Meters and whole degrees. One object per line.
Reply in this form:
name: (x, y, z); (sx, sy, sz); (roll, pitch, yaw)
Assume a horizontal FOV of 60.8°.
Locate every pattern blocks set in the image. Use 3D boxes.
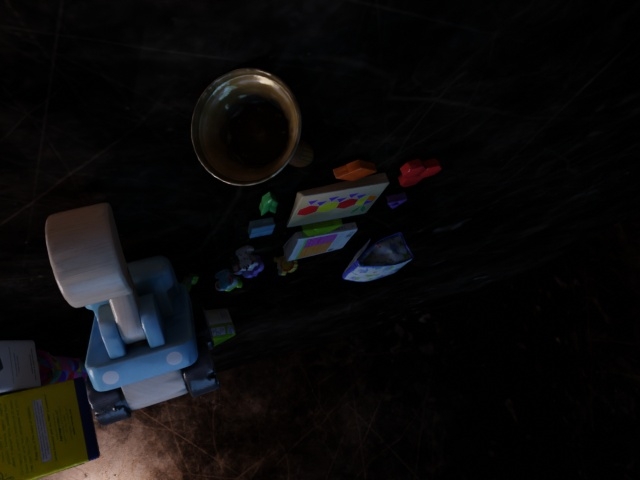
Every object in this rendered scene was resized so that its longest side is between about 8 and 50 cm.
pattern blocks set: (0.032, -0.075, 1.009); (0.325, 0.026, 0.285); (-9, 161, -28)

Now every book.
book: (0.000, 0.000, 1.207); (0.144, 0.035, 0.096); (-10, 158, -26)

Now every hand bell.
hand bell: (-0.051, -0.120, 0.695); (0.126, 0.126, 0.242); (-22, 174, 13)

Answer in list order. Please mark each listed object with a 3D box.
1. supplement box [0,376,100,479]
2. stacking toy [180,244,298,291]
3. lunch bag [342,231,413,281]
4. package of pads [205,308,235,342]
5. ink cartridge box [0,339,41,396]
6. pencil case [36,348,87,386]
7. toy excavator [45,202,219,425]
supplement box: (-0.716, 0.460, 1.229); (0.357, 0.195, 0.194); (-7, 162, -35)
stacking toy: (-0.184, 0.078, 1.231); (0.221, 0.052, 0.167); (-25, 162, 24)
lunch bag: (0.137, 0.051, 1.398); (0.151, 0.096, 0.129); (-22, 166, -22)
package of pads: (-0.424, 0.288, 1.566); (0.297, 0.101, 0.229); (-32, 160, 37)
ink cartridge box: (-0.807, 0.303, 1.182); (0.211, 0.121, 0.289); (-23, 163, 16)
pencil case: (-0.726, 0.359, 1.492); (0.105, 0.104, 0.236); (-16, 163, -5)
toy excavator: (-0.333, 0.109, 0.938); (0.223, 0.444, 0.433); (-16, -156, -10)
